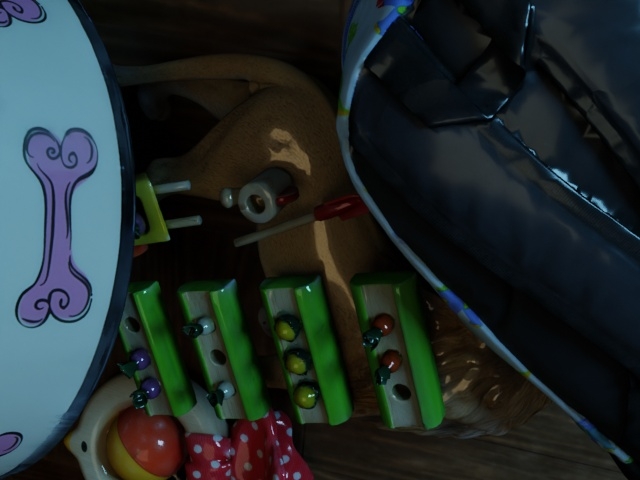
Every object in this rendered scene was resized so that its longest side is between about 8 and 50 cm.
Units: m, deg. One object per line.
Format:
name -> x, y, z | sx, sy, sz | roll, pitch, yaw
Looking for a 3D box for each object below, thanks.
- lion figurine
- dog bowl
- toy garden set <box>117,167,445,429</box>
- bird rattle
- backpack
lion figurine -> 0.000, 0.000, 0.595 | 0.240, 0.142, 0.392 | -13, 122, 37
dog bowl -> -0.321, -0.021, 0.563 | 0.407, 0.150, 0.408 | 0, 90, 35
toy garden set -> -0.056, 0.041, 0.548 | 0.244, 0.049, 0.204 | -4, 112, 26
bird rattle -> -0.145, 0.216, 0.776 | 0.207, 0.143, 0.253 | 48, 118, 6
backpack -> 0.169, -0.052, 0.482 | 0.355, 0.273, 0.290 | 29, 121, -25
